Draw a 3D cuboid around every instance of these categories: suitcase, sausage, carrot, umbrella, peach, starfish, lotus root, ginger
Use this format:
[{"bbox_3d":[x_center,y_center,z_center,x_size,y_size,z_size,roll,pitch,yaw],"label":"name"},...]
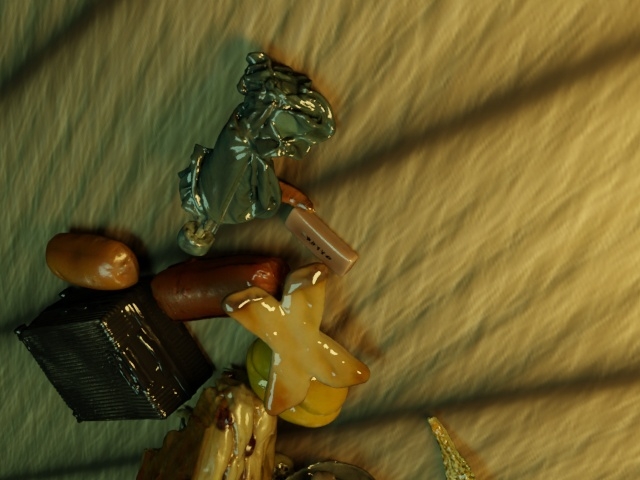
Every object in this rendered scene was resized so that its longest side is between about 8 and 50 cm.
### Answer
[{"bbox_3d":[-0.369,0.197,2.304,0.335,0.152,0.229,-11,116,50],"label":"suitcase"},{"bbox_3d":[-0.395,0.038,2.224,0.238,0.098,0.098,5,127,47],"label":"sausage"},{"bbox_3d":[-0.075,-0.078,1.801,0.165,0.036,0.035,31,142,23],"label":"carrot"},{"bbox_3d":[-0.104,-0.100,1.729,0.143,0.094,0.349,51,135,18],"label":"umbrella"},{"bbox_3d":[-0.151,0.069,1.978,0.330,0.102,0.102,-6,118,51],"label":"sausage"},{"bbox_3d":[-0.035,0.208,1.977,0.179,0.103,0.179,30,145,24],"label":"peach"},{"bbox_3d":[0.257,0.439,1.911,0.347,0.078,0.357,22,138,30],"label":"starfish"},{"bbox_3d":[-0.102,0.424,2.277,0.183,0.077,0.090,-35,52,52],"label":"lotus root"},{"bbox_3d":[-0.228,0.344,2.391,0.097,0.030,0.048,20,109,32],"label":"ginger"}]

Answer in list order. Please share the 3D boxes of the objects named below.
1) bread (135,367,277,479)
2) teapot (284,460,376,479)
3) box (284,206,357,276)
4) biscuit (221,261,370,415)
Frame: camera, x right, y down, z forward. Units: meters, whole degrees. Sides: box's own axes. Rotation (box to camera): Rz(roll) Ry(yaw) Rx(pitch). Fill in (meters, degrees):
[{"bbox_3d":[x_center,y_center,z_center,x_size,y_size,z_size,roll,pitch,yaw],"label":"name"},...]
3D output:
[{"bbox_3d":[-0.181,0.397,2.162,0.192,0.370,0.314,20,178,-21],"label":"bread"},{"bbox_3d":[0.042,0.503,2.075,0.305,0.223,0.285,29,136,51],"label":"teapot"},{"bbox_3d":[0.000,0.000,1.803,0.115,0.025,0.048,43,147,7],"label":"box"},{"bbox_3d":[-0.035,0.140,1.845,0.047,0.164,0.207,-100,-10,-65],"label":"biscuit"}]
